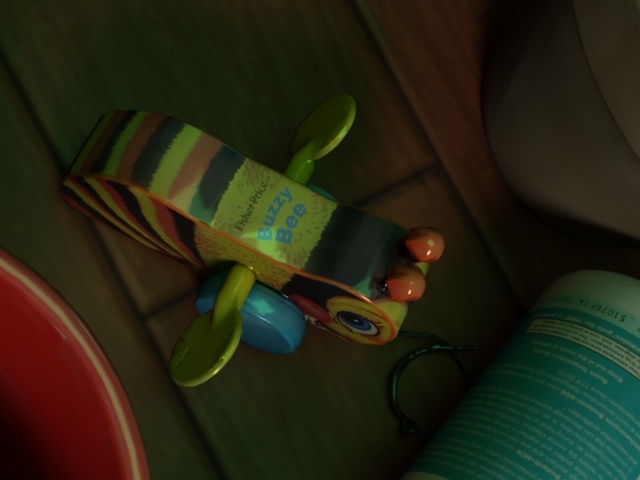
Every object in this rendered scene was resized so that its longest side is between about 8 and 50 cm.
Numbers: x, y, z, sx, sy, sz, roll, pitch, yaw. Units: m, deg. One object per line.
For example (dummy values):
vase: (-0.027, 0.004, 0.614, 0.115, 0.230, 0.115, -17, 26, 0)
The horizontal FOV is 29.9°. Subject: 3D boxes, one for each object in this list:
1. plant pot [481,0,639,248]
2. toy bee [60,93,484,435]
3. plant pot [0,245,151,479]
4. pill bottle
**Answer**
plant pot: (0.250, -0.118, 0.776, 0.323, 0.280, 0.323, 5, 76, -22)
toy bee: (0.000, 0.000, 0.714, 0.298, 0.162, 0.195, 11, 72, -20)
plant pot: (-0.236, 0.135, 0.539, 0.274, 0.243, 0.275, 5, 77, -22)
pill bottle: (0.136, 0.154, 0.741, 0.146, 0.146, 0.264, 46, 65, -7)
